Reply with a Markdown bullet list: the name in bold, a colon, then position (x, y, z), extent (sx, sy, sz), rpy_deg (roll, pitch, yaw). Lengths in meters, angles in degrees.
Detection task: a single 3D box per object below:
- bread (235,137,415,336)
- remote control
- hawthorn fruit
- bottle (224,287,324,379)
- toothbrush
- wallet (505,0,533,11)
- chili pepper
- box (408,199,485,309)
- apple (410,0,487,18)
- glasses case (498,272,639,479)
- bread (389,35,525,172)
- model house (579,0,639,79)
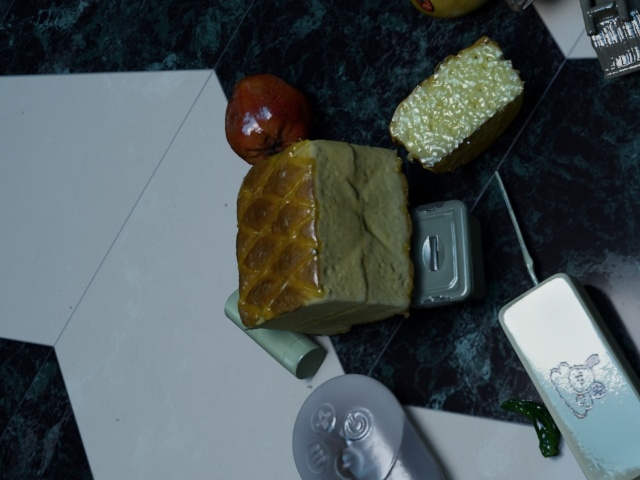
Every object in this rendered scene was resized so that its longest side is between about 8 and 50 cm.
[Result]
- **bread**: position (0.000, 0.000, 1.832), extent (0.279, 0.207, 0.279), rpy_deg (-22, 65, 58)
- **remote control**: position (0.075, 0.371, 1.805), extent (0.221, 0.103, 0.332), rpy_deg (-44, 60, 20)
- **hawthorn fruit**: position (-0.095, -0.217, 2.038), extent (0.173, 0.173, 0.179), rpy_deg (-64, 29, 4)
- **bottle**: position (-0.084, 0.163, 1.979), extent (0.201, 0.072, 0.072), rpy_deg (38, 100, 34)
- **toothbrush**: position (0.327, 0.011, 1.772), extent (0.028, 0.026, 0.294), rpy_deg (-26, 66, 11)
- **wallet**: position (0.346, -0.429, 1.815), extent (0.118, 0.039, 0.152), rpy_deg (-43, 16, 19)
- **chili pepper**: position (0.330, 0.276, 1.701), extent (0.055, 0.035, 0.118), rpy_deg (-40, 63, 0)
- **box**: position (0.205, 0.029, 1.808), extent (0.124, 0.093, 0.172), rpy_deg (-11, 73, 32)
- **apple**: position (0.219, -0.463, 1.872), extent (0.155, 0.182, 0.182), rpy_deg (-28, 62, 51)
- **glasses case**: position (0.391, 0.208, 1.637), extent (0.131, 0.070, 0.313), rpy_deg (-35, 68, 22)
- **bread**: position (0.230, -0.204, 1.817), extent (0.229, 0.139, 0.143), rpy_deg (-39, 65, 4)
- **model house**: position (0.491, -0.352, 1.694), extent (0.229, 0.122, 0.188), rpy_deg (-18, 72, 26)
